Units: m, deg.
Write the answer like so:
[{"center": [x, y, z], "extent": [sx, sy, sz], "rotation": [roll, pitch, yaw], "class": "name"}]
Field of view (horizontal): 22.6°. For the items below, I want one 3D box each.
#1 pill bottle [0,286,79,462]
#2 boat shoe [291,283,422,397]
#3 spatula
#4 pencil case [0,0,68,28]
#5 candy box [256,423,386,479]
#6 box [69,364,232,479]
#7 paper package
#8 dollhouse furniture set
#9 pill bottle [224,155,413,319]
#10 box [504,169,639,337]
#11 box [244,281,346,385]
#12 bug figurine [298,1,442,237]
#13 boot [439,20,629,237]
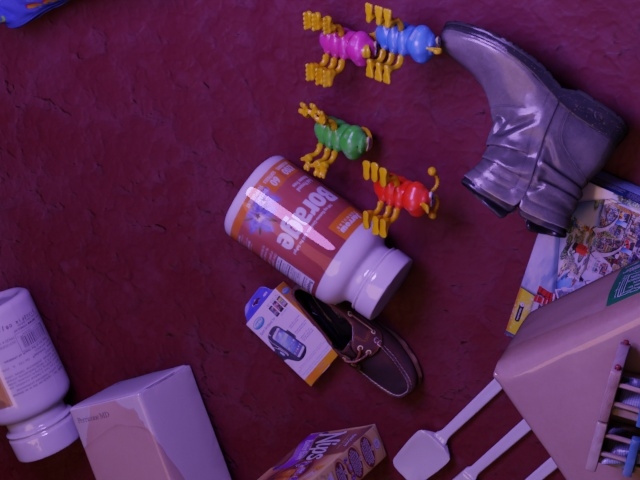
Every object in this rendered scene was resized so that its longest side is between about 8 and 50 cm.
[{"center": [-0.434, 0.195, 2.298], "extent": [0.131, 0.131, 0.229], "rotation": [-14, 105, 34], "class": "pill bottle"}, {"center": [0.041, 0.124, 2.029], "extent": [0.207, 0.073, 0.073], "rotation": [46, 124, 1], "class": "boat shoe"}, {"center": [0.214, 0.271, 2.033], "extent": [0.168, 0.019, 0.242], "rotation": [44, 127, 5], "class": "spatula"}, {"center": [-0.309, -0.351, 1.971], "extent": [0.306, 0.119, 0.133], "rotation": [-12, 84, 35], "class": "pencil case"}, {"center": [-0.006, 0.302, 2.069], "extent": [0.109, 0.187, 0.053], "rotation": [-14, 102, 35], "class": "candy box"}, {"center": [-0.213, 0.344, 2.227], "extent": [0.148, 0.121, 0.311], "rotation": [-17, 96, 36], "class": "box"}, {"center": [0.407, 0.166, 1.740], "extent": [0.325, 0.168, 0.309], "rotation": [-28, 105, 30], "class": "paper package"}, {"center": [0.332, 0.209, 1.582], "extent": [0.129, 0.183, 0.129], "rotation": [15, 119, 13], "class": "dollhouse furniture set"}, {"center": [0.000, 0.000, 1.962], "extent": [0.216, 0.121, 0.121], "rotation": [34, 125, 11], "class": "pill bottle"}, {"center": [0.320, 0.040, 1.844], "extent": [0.159, 0.044, 0.233], "rotation": [25, 123, 17], "class": "box"}, {"center": [-0.036, 0.117, 2.098], "extent": [0.136, 0.028, 0.081], "rotation": [45, 127, 7], "class": "box"}, {"center": [0.062, -0.156, 1.858], "extent": [0.216, 0.072, 0.279], "rotation": [29, 129, 42], "class": "bug figurine"}, {"center": [0.201, -0.122, 1.764], "extent": [0.246, 0.083, 0.161], "rotation": [35, 88, 10], "class": "boot"}]
